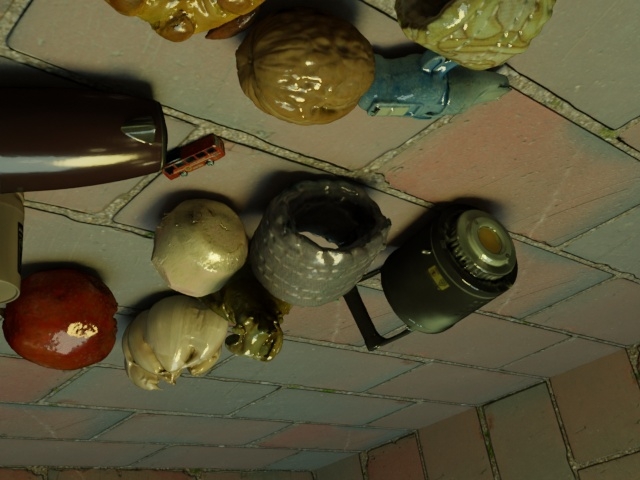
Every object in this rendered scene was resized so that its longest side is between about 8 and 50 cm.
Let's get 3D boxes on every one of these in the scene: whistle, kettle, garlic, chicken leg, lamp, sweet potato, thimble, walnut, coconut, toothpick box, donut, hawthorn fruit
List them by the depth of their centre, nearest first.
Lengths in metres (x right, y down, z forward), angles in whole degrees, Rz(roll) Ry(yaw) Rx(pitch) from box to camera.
[{"bbox_3d":[-0.145,-0.320,0.829,0.227,0.113,0.226,-8,152,-4],"label":"donut"},{"bbox_3d":[0.197,-0.308,0.955,0.144,0.137,0.190,15,129,-36],"label":"thimble"},{"bbox_3d":[-0.112,-0.282,1.006,0.095,0.034,0.034,-15,155,33],"label":"sweet potato"},{"bbox_3d":[-0.015,-0.227,1.020,0.184,0.155,0.155,-5,154,-30],"label":"walnut"},{"bbox_3d":[-0.336,-0.136,1.104,0.232,0.144,0.202,-3,172,-20],"label":"kettle"},{"bbox_3d":[0.158,-0.229,1.154,0.269,0.093,0.180,-5,159,-24],"label":"whistle"},{"bbox_3d":[-0.532,0.001,1.240,0.111,0.180,0.111,-7,154,-3],"label":"toothpick box"},{"bbox_3d":[0.000,0.000,1.396,0.236,0.205,0.172,1,145,-28],"label":"thimble"},{"bbox_3d":[-0.226,0.016,1.403,0.171,0.170,0.183,14,143,-39],"label":"coconut"},{"bbox_3d":[-0.135,0.124,1.468,0.202,0.152,0.429,0,-166,-9],"label":"chicken leg"},{"bbox_3d":[-0.528,0.154,1.529,0.253,0.205,0.205,2,151,-13],"label":"hawthorn fruit"},{"bbox_3d":[0.258,0.059,1.596,0.374,0.205,0.272,-19,162,-20],"label":"lamp"},{"bbox_3d":[-0.335,0.224,1.726,0.281,0.203,0.184,-14,134,15],"label":"garlic"}]

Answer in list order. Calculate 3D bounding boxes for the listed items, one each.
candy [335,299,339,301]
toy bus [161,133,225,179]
[{"bbox_3d":[-0.044,0.128,1.795,0.084,0.078,0.288,-30,155,27],"label":"candy"},{"bbox_3d":[-0.208,-0.134,1.257,0.110,0.031,0.043,-21,149,17],"label":"toy bus"}]
